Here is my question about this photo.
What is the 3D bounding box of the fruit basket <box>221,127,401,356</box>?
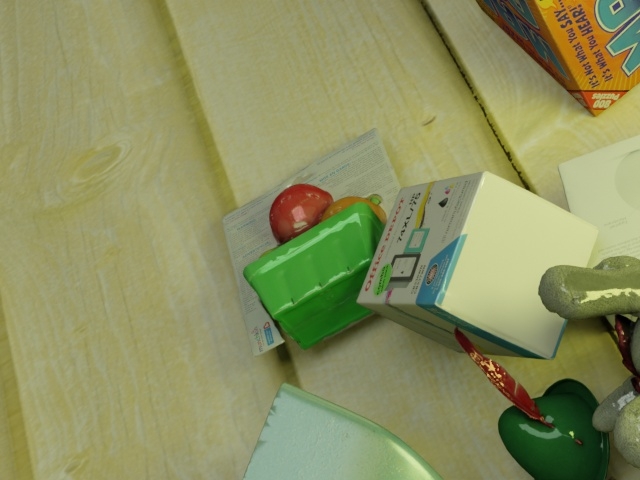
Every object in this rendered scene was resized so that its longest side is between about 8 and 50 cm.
[{"bbox_3d":[0.000,0.000,2.020,0.327,0.165,0.353,-30,35,11],"label":"fruit basket"}]

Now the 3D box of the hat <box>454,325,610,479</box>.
[{"bbox_3d":[0.255,0.256,1.623,0.173,0.183,0.208,-64,30,32],"label":"hat"}]

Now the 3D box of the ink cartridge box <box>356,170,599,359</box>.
[{"bbox_3d":[0.215,0.040,1.726,0.198,0.197,0.270,-68,18,-11],"label":"ink cartridge box"}]

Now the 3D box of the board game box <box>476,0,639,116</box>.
[{"bbox_3d":[0.419,-0.497,1.913,0.356,0.356,0.356,-39,49,4],"label":"board game box"}]

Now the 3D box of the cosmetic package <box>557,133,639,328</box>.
[{"bbox_3d":[0.482,-0.025,1.729,0.224,0.138,0.225,-20,52,19],"label":"cosmetic package"}]

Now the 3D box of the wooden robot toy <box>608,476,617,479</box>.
[{"bbox_3d":[0.354,0.381,1.595,0.076,0.079,0.173,10,67,34],"label":"wooden robot toy"}]

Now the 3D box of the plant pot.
[{"bbox_3d":[0.041,0.378,1.686,0.252,0.248,0.247,15,69,19],"label":"plant pot"}]

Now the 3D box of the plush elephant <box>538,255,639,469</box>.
[{"bbox_3d":[0.436,0.155,1.515,0.330,0.255,0.272,-21,57,-15],"label":"plush elephant"}]
